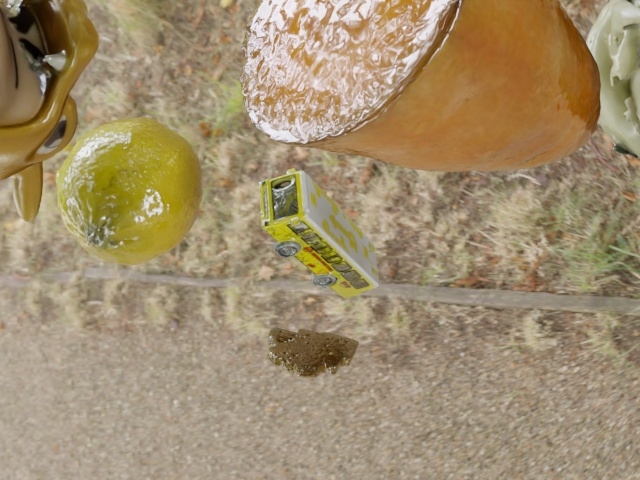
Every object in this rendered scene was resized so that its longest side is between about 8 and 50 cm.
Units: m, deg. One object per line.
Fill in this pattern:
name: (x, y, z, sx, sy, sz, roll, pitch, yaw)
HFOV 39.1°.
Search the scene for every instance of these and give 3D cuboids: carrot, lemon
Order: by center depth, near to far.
carrot: (0.084, -0.104, 0.546, 0.159, 0.225, 0.159, -15, 69, 42)
lemon: (-0.256, -0.067, 1.220, 0.192, 0.231, 0.192, 9, 125, 13)

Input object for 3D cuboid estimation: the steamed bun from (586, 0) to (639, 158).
steamed bun: (0.364, -0.170, 0.726, 0.268, 0.280, 0.207, 23, 126, 7)

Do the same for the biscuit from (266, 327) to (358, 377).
biscuit: (-0.007, 0.146, 1.167, 0.119, 0.130, 0.019, 44, 131, 54)

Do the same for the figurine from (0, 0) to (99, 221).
figurine: (-0.444, -0.132, 0.871, 0.401, 0.387, 0.268, 1, 97, 47)

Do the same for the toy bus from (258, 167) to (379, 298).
toy bus: (0.000, 0.000, 1.145, 0.074, 0.226, 0.081, -17, 56, 21)
